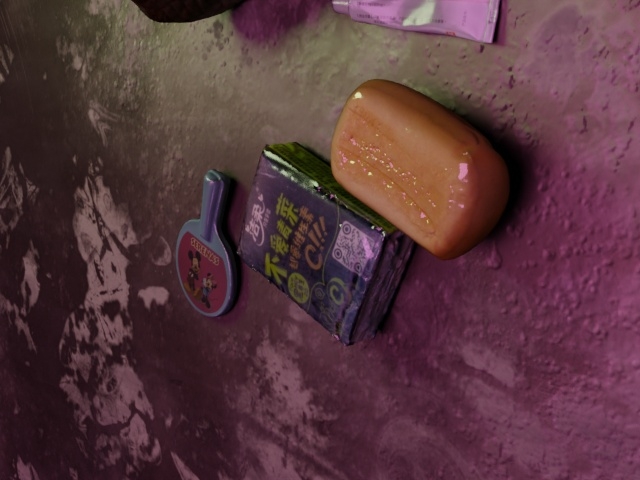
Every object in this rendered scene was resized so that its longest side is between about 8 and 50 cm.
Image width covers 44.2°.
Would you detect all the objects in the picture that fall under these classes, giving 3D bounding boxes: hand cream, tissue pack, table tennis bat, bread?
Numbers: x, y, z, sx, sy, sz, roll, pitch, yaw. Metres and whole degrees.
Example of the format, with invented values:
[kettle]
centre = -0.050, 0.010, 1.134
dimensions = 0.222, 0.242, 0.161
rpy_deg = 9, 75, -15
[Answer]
[hand cream]
centre = 0.101, -0.260, 0.877
dimensions = 0.216, 0.038, 0.052
rpy_deg = 18, 135, 36
[tissue pack]
centre = 0.000, 0.000, 1.000
dimensions = 0.235, 0.073, 0.173
rpy_deg = 37, 122, 35
[table tennis bat]
centre = -0.171, 0.006, 1.208
dimensions = 0.153, 0.040, 0.244
rpy_deg = 36, 126, 36
[bread]
centre = 0.109, -0.081, 0.854
dimensions = 0.217, 0.098, 0.147
rpy_deg = 45, 128, 33

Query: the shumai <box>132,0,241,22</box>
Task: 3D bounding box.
[shumai]
centre = -0.178, -0.422, 1.005
dimensions = 0.272, 0.222, 0.203
rpy_deg = -30, 72, 54
